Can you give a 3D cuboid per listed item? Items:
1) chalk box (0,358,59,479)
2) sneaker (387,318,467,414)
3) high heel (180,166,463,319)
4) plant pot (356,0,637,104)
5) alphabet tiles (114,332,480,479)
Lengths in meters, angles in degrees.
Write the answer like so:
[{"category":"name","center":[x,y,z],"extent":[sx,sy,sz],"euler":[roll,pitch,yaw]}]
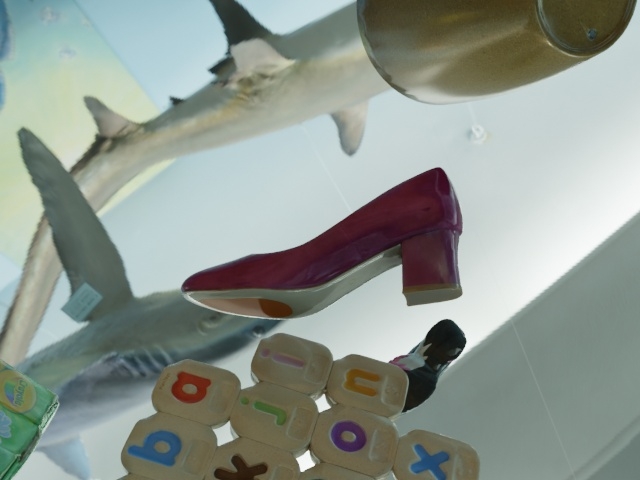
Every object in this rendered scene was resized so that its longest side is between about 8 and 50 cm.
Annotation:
[{"category":"chalk box","center":[-0.240,0.127,0.381],"extent":[0.132,0.213,0.132],"euler":[-51,-169,4]},{"category":"sneaker","center":[0.131,0.187,0.970],"extent":[0.178,0.077,0.072],"euler":[-31,-111,-30]},{"category":"high heel","center":[0.000,0.000,0.611],"extent":[0.244,0.082,0.117],"euler":[-7,-114,12]},{"category":"plant pot","center":[0.195,-0.253,0.747],"extent":[0.237,0.237,0.254],"euler":[-40,-155,-6]},{"category":"alphabet tiles","center":[-0.019,0.197,0.550],"extent":[0.278,0.021,0.284],"euler":[15,-135,5]}]
